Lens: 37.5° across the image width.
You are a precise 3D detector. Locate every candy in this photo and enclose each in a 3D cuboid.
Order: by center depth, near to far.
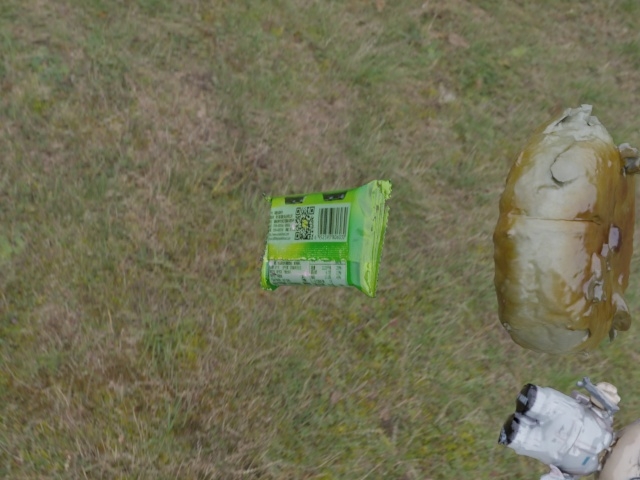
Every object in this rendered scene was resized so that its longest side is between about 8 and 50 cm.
[{"bbox_3d":[0.001,0.000,0.867,0.032,0.178,0.102,2,87,-36],"label":"candy"}]

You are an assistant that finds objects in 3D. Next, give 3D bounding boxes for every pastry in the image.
[{"bbox_3d":[0.266,0.001,0.992,0.121,0.257,0.235,7,61,30],"label":"pastry"}]

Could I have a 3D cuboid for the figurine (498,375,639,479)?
[{"bbox_3d":[0.254,0.189,0.769,0.229,0.112,0.137,26,84,-4],"label":"figurine"}]
